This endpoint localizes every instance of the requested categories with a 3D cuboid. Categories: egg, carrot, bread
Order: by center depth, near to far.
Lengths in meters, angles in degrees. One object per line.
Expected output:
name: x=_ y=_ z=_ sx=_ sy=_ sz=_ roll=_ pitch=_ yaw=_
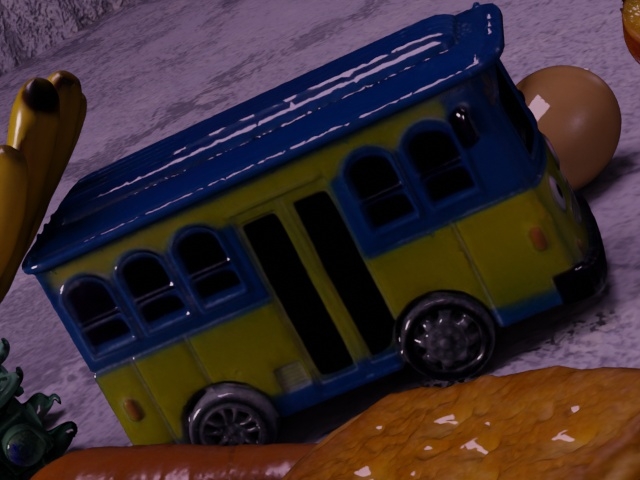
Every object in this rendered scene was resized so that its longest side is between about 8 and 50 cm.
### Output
bread: x=0.042 y=0.138 z=0.625 sx=0.210 sy=0.099 sz=0.235 roll=-37 pitch=14 yaw=-33
carrot: x=-0.036 y=0.131 z=0.833 sx=0.336 sy=0.069 sz=0.069 roll=-9 pitch=24 yaw=30
egg: x=0.150 y=-0.068 z=1.068 sx=0.080 sy=0.080 sz=0.096 roll=-14 pitch=19 yaw=37

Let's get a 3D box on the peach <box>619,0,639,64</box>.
peach: x=0.259 y=-0.145 z=1.158 sx=0.098 sy=0.061 sz=0.098 roll=-11 pitch=40 yaw=10

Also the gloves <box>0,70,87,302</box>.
gloves: x=-0.219 y=0.011 z=0.957 sx=0.294 sy=0.116 sz=0.133 roll=-50 pitch=16 yaw=31

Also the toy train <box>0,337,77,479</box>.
toy train: x=-0.222 y=0.126 z=1.100 sx=0.099 sy=0.070 sz=0.172 roll=-41 pitch=19 yaw=-7

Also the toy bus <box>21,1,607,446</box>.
toy bus: x=0.000 y=0.000 z=0.939 sx=0.287 sy=0.175 sz=0.138 roll=-24 pitch=16 yaw=13
